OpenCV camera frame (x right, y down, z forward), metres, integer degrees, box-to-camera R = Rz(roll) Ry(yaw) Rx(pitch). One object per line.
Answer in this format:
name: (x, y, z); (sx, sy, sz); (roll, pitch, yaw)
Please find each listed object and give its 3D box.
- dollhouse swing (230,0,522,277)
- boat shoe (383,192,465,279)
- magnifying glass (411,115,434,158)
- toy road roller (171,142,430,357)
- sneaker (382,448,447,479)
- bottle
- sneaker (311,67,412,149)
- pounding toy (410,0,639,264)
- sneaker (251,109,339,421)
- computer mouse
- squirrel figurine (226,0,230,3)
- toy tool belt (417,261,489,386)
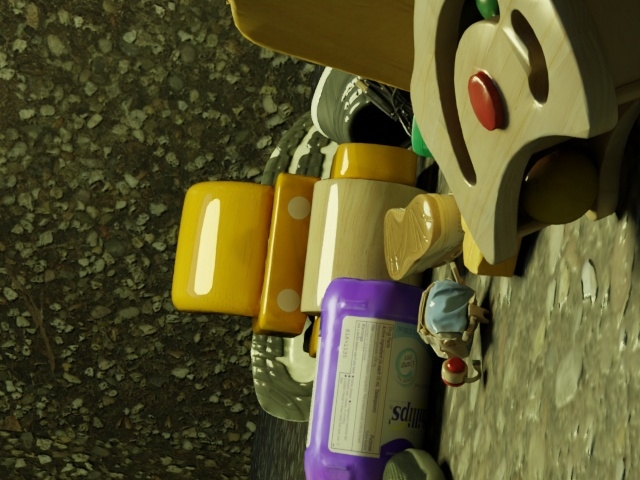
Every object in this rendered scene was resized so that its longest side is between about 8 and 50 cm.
dollhouse swing: (0.032, -0.187, 0.972); (0.305, 0.315, 0.347); (117, 162, -44)
boat shoe: (0.093, -0.003, 1.179); (0.170, 0.059, 0.063); (150, 115, -77)
magnifying glass: (0.117, -0.182, 1.215); (0.092, 0.026, 0.231); (-17, -57, -68)
toy road roller: (-0.029, 0.017, 1.487); (0.329, 0.240, 0.203); (131, 146, -82)
sneaker: (0.035, 0.242, 1.098); (0.227, 0.130, 0.087); (-85, 7, -48)
bottle: (0.039, 0.176, 1.248); (0.118, 0.092, 0.283); (20, -104, -63)
sneaker: (0.082, -0.212, 1.466); (0.147, 0.104, 0.296); (55, 131, 57)
pounding toy: (0.143, -0.105, 0.676); (0.269, 0.155, 0.154); (88, 156, -53)
sneaker: (0.009, 0.027, 1.749); (0.182, 0.158, 0.410); (56, -137, -70)
computer mouse: (0.098, -0.183, 1.332); (0.042, 0.106, 0.193); (-33, -19, -38)
squirrel figurine: (-0.030, -0.467, 2.124); (0.370, 0.281, 0.397); (72, -153, -86)
toy tool belt: (0.098, 0.061, 1.065); (0.051, 0.052, 0.083); (90, -179, -46)
